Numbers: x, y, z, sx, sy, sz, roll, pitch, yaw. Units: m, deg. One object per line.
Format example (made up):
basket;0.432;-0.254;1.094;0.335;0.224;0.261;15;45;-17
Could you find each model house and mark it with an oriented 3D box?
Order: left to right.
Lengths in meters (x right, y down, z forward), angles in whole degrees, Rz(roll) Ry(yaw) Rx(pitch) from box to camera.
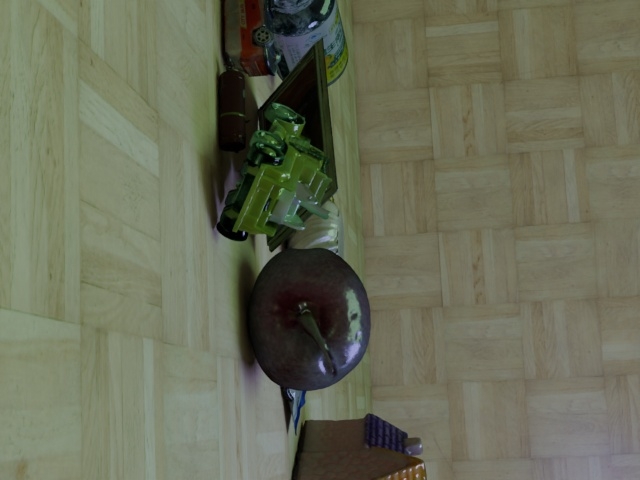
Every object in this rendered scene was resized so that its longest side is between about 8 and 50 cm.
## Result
model house;0.083;0.459;2.016;0.237;0.237;0.202;-77;161;-66

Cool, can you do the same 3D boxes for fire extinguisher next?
fire extinguisher;-0.121;-0.191;1.522;0.056;0.039;0.132;38;48;-67

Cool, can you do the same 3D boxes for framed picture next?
framed picture;-0.042;-0.146;1.694;0.216;0.016;0.273;-43;-135;49

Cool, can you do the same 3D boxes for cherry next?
cherry;-0.018;0.117;1.632;0.266;0.183;0.213;132;-36;-78

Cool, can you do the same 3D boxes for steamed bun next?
steamed bun;-0.012;0.015;2.031;0.183;0.106;0.183;0;90;-82

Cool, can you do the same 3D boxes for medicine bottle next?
medicine bottle;-0.036;-0.381;1.890;0.293;0.141;0.141;66;21;-68

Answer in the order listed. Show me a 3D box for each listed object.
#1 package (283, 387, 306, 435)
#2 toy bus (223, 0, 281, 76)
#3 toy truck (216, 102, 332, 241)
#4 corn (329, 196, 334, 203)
package;-0.046;0.230;1.948;0.171;0.027;0.173;-78;159;-64
toy bus;-0.101;-0.322;1.596;0.079;0.077;0.174;63;25;-72
toy truck;-0.049;-0.085;1.521;0.259;0.135;0.128;-86;-160;-65
corn;0.000;0.000;2.227;0.080;0.080;0.238;-2;89;-83
